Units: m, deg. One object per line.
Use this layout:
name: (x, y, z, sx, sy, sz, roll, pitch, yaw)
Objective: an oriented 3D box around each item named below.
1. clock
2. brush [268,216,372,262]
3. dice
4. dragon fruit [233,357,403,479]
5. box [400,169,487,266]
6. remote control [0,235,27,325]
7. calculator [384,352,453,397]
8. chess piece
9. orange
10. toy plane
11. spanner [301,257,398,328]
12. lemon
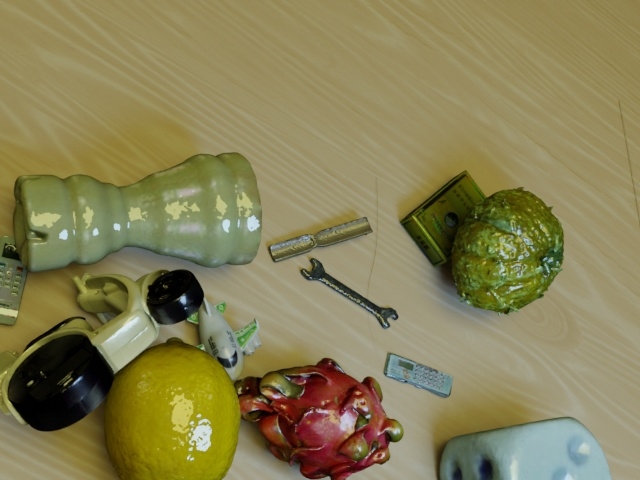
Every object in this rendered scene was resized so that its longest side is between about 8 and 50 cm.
clock: (-0.410, 0.170, 1.512, 0.379, 0.276, 0.120, -43, 127, -30)
brush: (0.000, 0.000, 1.892, 0.248, 0.036, 0.043, -18, 77, -23)
dice: (0.430, 0.521, 1.786, 0.268, 0.265, 0.262, -2, 73, -25)
dragon fruit: (-0.005, 0.354, 1.657, 0.307, 0.227, 0.243, -9, 72, -25)
box: (0.313, -0.054, 2.043, 0.220, 0.064, 0.141, -37, 93, -29)
remote control: (-0.587, 0.075, 1.583, 0.065, 0.029, 0.166, 14, 62, -21)
calculator: (0.223, 0.305, 1.903, 0.172, 0.018, 0.057, 22, 63, -16)
chess piece: (-0.350, -0.046, 1.628, 0.442, 0.234, 0.234, -6, 75, -28)
orange: (0.433, 0.024, 1.937, 0.301, 0.223, 0.300, 16, 94, -55)
toy plane: (-0.204, 0.198, 1.689, 0.174, 0.080, 0.174, 3, 69, -9)
spanner: (0.068, 0.120, 1.891, 0.254, 0.015, 0.054, 33, 61, -12)
lemon: (-0.266, 0.333, 1.526, 0.245, 0.245, 0.319, 5, 75, -24)
